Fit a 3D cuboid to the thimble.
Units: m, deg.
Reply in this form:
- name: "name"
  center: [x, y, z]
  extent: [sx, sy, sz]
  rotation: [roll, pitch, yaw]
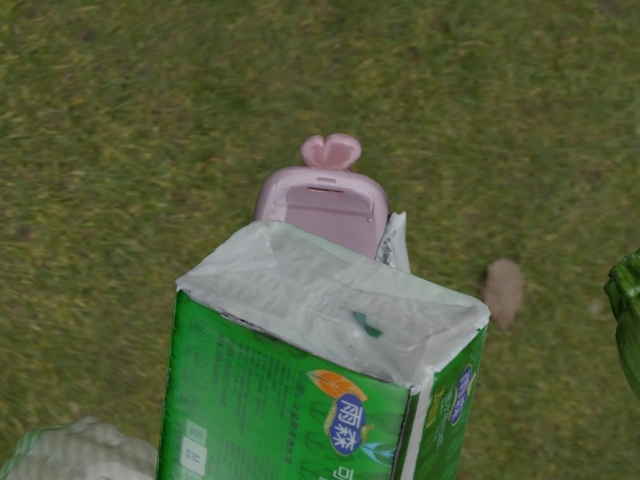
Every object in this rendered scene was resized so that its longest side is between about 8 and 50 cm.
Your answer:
- name: "thimble"
  center: [-0.134, 0.224, 1.088]
  extent: [0.219, 0.219, 0.150]
  rotation: [43, 68, -19]

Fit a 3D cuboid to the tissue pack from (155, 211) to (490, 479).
- name: "tissue pack"
  center: [0.007, 0.101, 0.926]
  extent: [0.156, 0.148, 0.209]
  rotation: [-40, 146, -49]

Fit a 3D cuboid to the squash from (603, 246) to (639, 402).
- name: "squash"
  center: [0.192, 0.087, 0.661]
  extent: [0.068, 0.077, 0.219]
  rotation: [-41, 64, 5]

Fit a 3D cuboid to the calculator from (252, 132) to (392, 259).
- name: "calculator"
  center: [0.000, 0.000, 1.210]
  extent: [0.103, 0.024, 0.165]
  rotation: [6, 111, 2]
